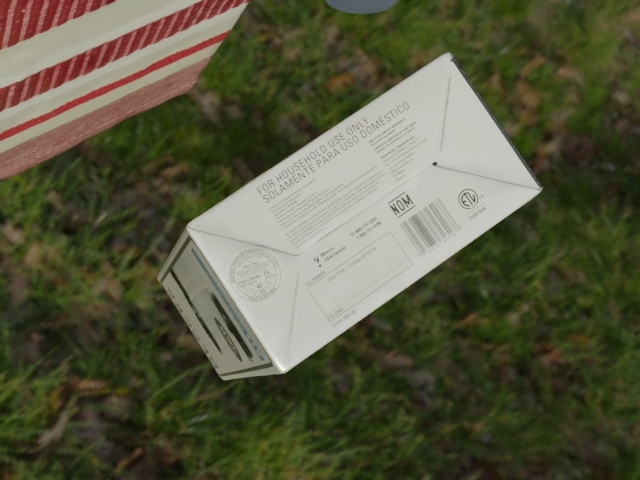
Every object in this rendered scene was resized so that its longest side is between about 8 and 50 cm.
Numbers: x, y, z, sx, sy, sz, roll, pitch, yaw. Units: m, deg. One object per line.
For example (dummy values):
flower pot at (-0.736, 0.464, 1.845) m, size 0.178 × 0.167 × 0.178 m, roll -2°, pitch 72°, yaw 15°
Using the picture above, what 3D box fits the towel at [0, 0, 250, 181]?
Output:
towel at (-0.122, -0.097, 0.666) m, size 0.237 × 0.329 × 0.037 m, roll -30°, pitch 85°, yaw -26°

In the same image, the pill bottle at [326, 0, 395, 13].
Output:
pill bottle at (0.029, -0.222, 1.013) m, size 0.067 × 0.067 × 0.120 m, roll 13°, pitch 72°, yaw -35°

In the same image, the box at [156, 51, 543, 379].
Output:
box at (0.000, 0.000, 0.854) m, size 0.169 × 0.290 × 0.087 m, roll -34°, pitch 90°, yaw -10°
